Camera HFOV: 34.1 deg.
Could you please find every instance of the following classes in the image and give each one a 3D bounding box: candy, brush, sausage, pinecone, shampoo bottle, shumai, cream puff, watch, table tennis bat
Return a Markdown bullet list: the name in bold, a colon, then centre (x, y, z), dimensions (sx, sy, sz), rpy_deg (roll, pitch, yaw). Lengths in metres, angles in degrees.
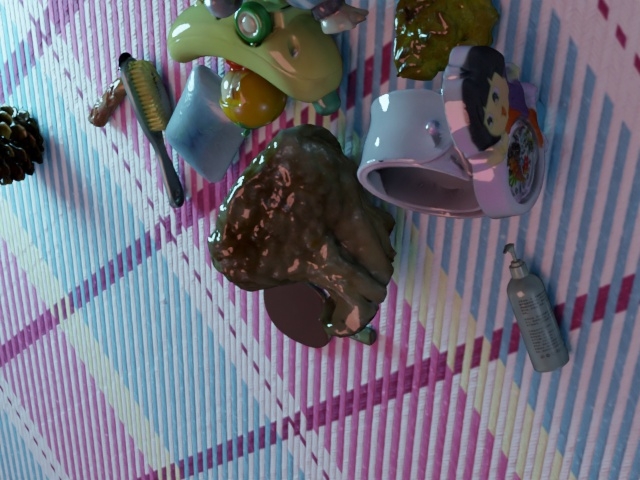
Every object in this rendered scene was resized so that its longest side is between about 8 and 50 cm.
- **candy**: centre (-0.187, -0.194, 1.751), dimensions (0.138, 0.071, 0.174), rpy_deg (44, 133, 10)
- **brush**: centre (-0.279, -0.196, 1.852), dimensions (0.060, 0.068, 0.297), rpy_deg (-8, 114, 21)
- **sausage**: centre (-0.383, -0.257, 1.919), dimensions (0.158, 0.042, 0.036), rpy_deg (-34, 52, 45)
- **pinecone**: centre (-0.650, -0.183, 2.108), dimensions (0.163, 0.165, 0.163), rpy_deg (14, 125, 21)
- **shampoo bottle**: centre (0.302, 0.092, 1.496), dimensions (0.056, 0.056, 0.195), rpy_deg (-8, 107, 44)
- **shumai**: centre (0.000, 0.000, 1.555), dimensions (0.262, 0.267, 0.314), rpy_deg (40, 141, 21)
- **cream puff**: centre (0.151, -0.278, 1.367), dimensions (0.146, 0.116, 0.146), rpy_deg (25, 131, 33)
- **watch**: centre (0.159, -0.139, 1.371), dimensions (0.231, 0.196, 0.244), rpy_deg (3, 160, 39)
- **table tennis bat**: centre (-0.006, 0.134, 1.827), dimensions (0.246, 0.022, 0.138), rpy_deg (19, 126, 36)

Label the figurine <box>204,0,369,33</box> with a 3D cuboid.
- **figurine**: centre (-0.119, -0.450, 1.451), dimensions (0.378, 0.266, 0.361), rpy_deg (0, 129, 53)

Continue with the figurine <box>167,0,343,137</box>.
- **figurine**: centre (-0.104, -0.273, 1.597), dimensions (0.324, 0.124, 0.222), rpy_deg (12, 125, 37)

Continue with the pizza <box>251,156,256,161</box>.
- **pizza**: centre (-0.105, -0.114, 1.766), dimensions (0.037, 0.016, 0.083), rpy_deg (40, 137, 26)
